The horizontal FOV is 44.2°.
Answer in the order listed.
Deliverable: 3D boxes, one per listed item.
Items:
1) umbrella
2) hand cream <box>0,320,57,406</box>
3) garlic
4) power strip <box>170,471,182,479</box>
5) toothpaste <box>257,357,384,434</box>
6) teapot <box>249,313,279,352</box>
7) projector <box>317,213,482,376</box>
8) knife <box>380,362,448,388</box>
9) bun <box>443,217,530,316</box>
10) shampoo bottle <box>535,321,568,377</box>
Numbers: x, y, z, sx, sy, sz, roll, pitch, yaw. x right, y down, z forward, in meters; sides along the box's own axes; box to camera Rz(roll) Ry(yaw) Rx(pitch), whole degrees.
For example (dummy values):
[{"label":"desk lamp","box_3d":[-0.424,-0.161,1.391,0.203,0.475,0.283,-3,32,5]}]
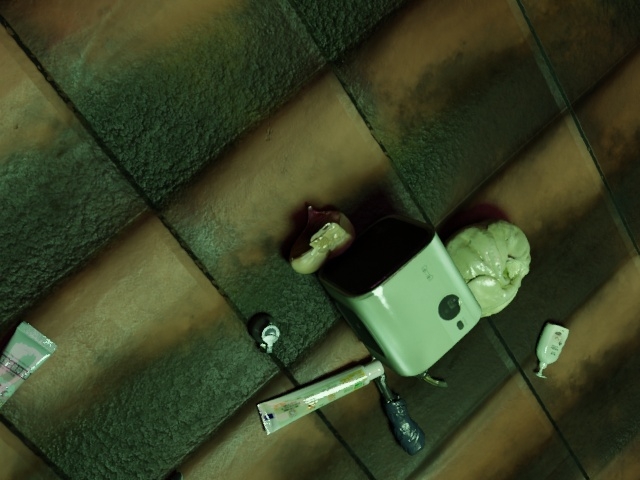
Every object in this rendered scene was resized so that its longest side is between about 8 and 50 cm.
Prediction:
[{"label":"umbrella","box_3d":[0.190,0.429,1.974,0.071,0.071,0.248,-34,107,-15]},{"label":"hand cream","box_3d":[-0.654,0.313,1.536,0.085,0.058,0.331,39,78,-11]},{"label":"garlic","box_3d":[-0.001,0.002,1.766,0.174,0.099,0.124,-39,134,-9]},{"label":"power strip","box_3d":[-0.286,0.605,1.783,0.216,0.044,0.137,26,90,-29]},{"label":"toothpaste","box_3d":[0.006,0.362,1.869,0.314,0.058,0.056,-21,151,-16]},{"label":"teapot","box_3d":[-0.122,0.213,1.767,0.066,0.057,0.088,0,101,-25]},{"label":"projector","box_3d":[0.177,0.118,1.783,0.248,0.248,0.249,-40,115,-12]},{"label":"knife","box_3d":[0.242,0.328,1.990,0.222,0.021,0.045,23,105,-26]},{"label":"bun","box_3d":[0.410,0.067,1.939,0.259,0.160,0.259,-6,105,-22]},{"label":"shampoo bottle","box_3d":[0.623,0.303,2.159,0.077,0.045,0.152,22,92,-29]}]
